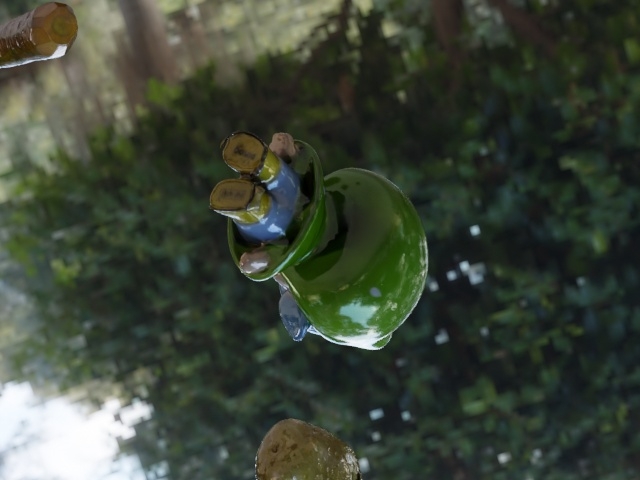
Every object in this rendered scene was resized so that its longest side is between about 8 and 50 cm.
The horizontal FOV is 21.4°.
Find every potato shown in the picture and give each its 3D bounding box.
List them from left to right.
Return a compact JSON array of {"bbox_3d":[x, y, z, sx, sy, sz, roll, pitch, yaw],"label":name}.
[{"bbox_3d":[-0.010,0.246,1.765,0.080,0.170,0.107,-7,-121,27],"label":"potato"}]

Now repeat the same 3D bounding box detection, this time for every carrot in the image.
[{"bbox_3d":[-0.232,-0.154,1.313,0.042,0.042,0.170,-25,-169,-30],"label":"carrot"}]

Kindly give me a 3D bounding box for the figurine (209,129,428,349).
[{"bbox_3d":[0.000,0.000,1.485,0.143,0.162,0.263,-3,154,33],"label":"figurine"}]
